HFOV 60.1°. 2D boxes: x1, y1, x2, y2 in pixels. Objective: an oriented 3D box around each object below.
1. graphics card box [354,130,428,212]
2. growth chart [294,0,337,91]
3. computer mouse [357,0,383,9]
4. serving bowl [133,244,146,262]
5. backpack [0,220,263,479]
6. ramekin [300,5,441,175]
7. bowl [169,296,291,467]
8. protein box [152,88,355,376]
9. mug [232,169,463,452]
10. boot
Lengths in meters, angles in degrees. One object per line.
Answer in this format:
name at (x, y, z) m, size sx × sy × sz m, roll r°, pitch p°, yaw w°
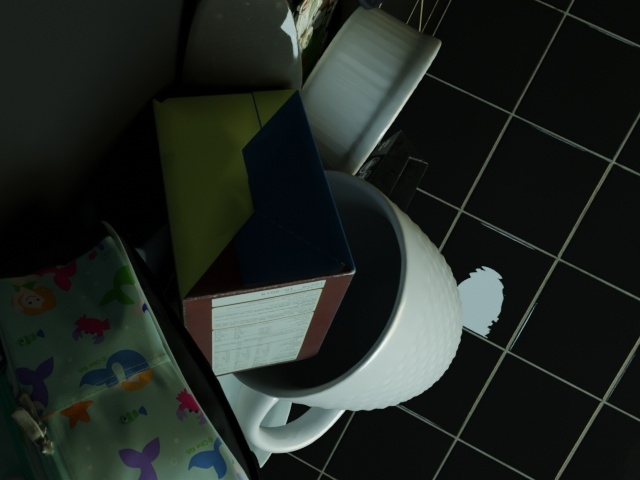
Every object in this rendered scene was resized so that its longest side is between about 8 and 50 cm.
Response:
graphics card box at (0.011, -0.037, 1.041) m, size 0.370 × 0.094 × 0.233 m, roll -28°, pitch -160°, yaw 42°
growth chart at (-0.008, -0.301, 0.790) m, size 0.172 × 0.021 × 0.237 m, roll -60°, pitch 174°, yaw -32°
computer mouse at (0.050, -0.397, 0.624) m, size 0.184 × 0.060 × 0.262 m, roll -59°, pitch 159°, yaw 7°
serving bowl at (-0.206, 0.038, 0.540) m, size 0.083 × 0.027 × 0.083 m, roll -62°, pitch 174°, yaw -12°
backpack at (-0.153, 0.145, 0.391) m, size 0.191 × 0.253 × 0.225 m, roll -31°, pitch 159°, yaw -30°
ramekin at (0.056, -0.234, 0.884) m, size 0.277 × 0.135 × 0.277 m, roll -56°, pitch -175°, yaw 7°
bowl at (-0.165, 0.190, 0.798) m, size 0.298 × 0.134 × 0.298 m, roll 8°, pitch 81°, yaw -62°
protein box at (-0.075, 0.001, 0.534) m, size 0.201 × 0.135 × 0.200 m, roll 108°, pitch -30°, yaw -57°
mug at (0.027, 0.135, 0.771) m, size 0.374 × 0.276 × 0.328 m, roll -55°, pitch 143°, yaw 1°
boot at (-0.079, -0.161, 0.579) m, size 0.305 × 0.112 × 0.115 m, roll 98°, pitch -10°, yaw -61°
